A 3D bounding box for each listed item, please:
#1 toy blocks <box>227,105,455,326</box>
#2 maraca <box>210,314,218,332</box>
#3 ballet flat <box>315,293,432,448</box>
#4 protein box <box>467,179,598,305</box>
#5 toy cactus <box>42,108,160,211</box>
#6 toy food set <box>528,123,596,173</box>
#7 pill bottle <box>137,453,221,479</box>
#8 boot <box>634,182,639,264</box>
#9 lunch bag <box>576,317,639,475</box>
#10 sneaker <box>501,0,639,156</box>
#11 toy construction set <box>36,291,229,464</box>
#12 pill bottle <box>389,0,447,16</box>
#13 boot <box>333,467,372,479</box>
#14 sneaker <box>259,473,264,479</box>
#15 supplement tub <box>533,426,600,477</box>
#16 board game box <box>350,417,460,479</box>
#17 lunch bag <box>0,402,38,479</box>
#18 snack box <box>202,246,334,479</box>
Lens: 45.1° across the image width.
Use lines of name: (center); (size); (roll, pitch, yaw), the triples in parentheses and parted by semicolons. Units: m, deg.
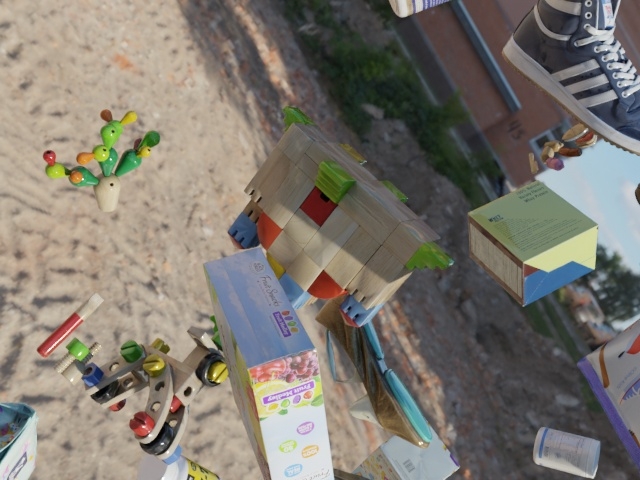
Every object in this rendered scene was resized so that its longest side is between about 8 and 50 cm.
toy blocks: (0.000, 0.000, 1.268); (0.381, 0.261, 0.190); (44, 20, 15)
maraca: (-0.212, 0.229, 2.107); (0.185, 0.127, 0.099); (24, -3, 9)
ballet flat: (0.089, 0.265, 1.506); (0.342, 0.124, 0.116); (62, 12, 10)
protein box: (0.466, 0.002, 1.706); (0.201, 0.199, 0.136); (50, -21, 46)
toy cactus: (-0.389, -0.132, 1.365); (0.112, 0.180, 0.219); (34, 45, 22)
toy food set: (0.405, -0.149, 1.267); (0.019, 0.122, 0.078); (44, 34, -28)
pill bottle: (-0.345, 0.598, 1.899); (0.208, 0.119, 0.119); (45, 20, -41)
boot: (0.573, 0.005, 1.303); (0.219, 0.106, 0.082); (62, 6, 27)
lunch bag: (0.541, 0.205, 0.925); (0.239, 0.328, 0.385); (36, 22, -22)
sneaker: (0.391, -0.242, 1.042); (0.282, 0.153, 0.099); (43, 42, 20)
toy construction set: (-0.302, 0.211, 1.368); (0.309, 0.237, 0.257); (47, -18, -17)
pill bottle: (0.272, -0.604, 1.687); (0.153, 0.264, 0.153); (-19, 90, -87)
boot: (0.011, 0.552, 1.497); (0.076, 0.189, 0.209); (30, 69, -29)
sneaker: (-0.013, 0.630, 1.617); (0.131, 0.148, 0.350); (33, 33, -62)
supplement tub: (0.450, 0.388, 1.410); (0.071, 0.107, 0.071); (-28, 123, -57)
board game box: (0.191, 0.557, 1.846); (0.144, 0.142, 0.275); (54, -31, 17)
lunch bag: (-0.633, 0.408, 1.377); (0.262, 0.223, 0.160); (-19, 56, -33)
snack box: (-0.051, 0.140, 0.775); (0.174, 0.070, 0.207); (-123, -157, -52)
